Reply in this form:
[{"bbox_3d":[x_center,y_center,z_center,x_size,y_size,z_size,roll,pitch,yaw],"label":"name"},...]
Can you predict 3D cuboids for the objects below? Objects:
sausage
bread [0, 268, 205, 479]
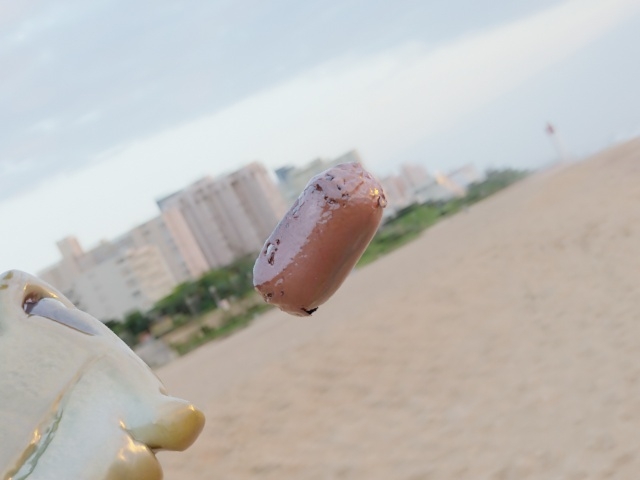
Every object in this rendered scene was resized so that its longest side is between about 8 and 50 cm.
[{"bbox_3d":[0.000,0.000,1.163,0.141,0.076,0.076,-56,-9,14],"label":"sausage"},{"bbox_3d":[-0.153,0.112,0.656,0.225,0.134,0.081,-48,-19,-43],"label":"bread"}]
